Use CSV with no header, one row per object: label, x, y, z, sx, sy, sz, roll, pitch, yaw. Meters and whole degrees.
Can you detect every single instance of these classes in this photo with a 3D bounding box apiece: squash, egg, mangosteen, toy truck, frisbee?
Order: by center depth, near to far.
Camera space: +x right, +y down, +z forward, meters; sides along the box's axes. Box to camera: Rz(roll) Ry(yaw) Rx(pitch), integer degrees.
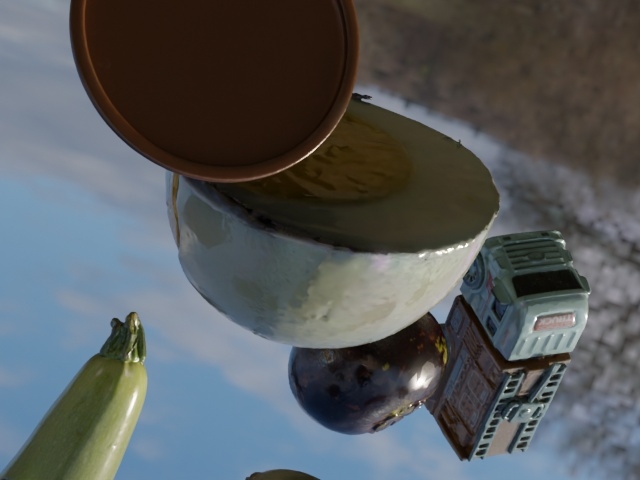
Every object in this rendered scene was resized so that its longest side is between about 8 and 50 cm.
frisbee,-0.085,-0.170,1.538,0.251,0.250,0.021,16,166,-18
egg,0.000,0.000,1.746,0.337,0.201,0.337,8,-151,-5
mangosteen,0.043,0.116,2.191,0.192,0.192,0.217,6,-123,-63
squash,-0.276,0.226,2.348,0.137,0.287,0.137,34,-166,-9
toy truck,0.234,0.137,2.356,0.136,0.305,0.162,-7,-132,-24

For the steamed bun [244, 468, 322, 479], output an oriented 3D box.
steamed bun,-0.016,0.378,1.584,0.219,0.324,0.310,-23,-163,-36
